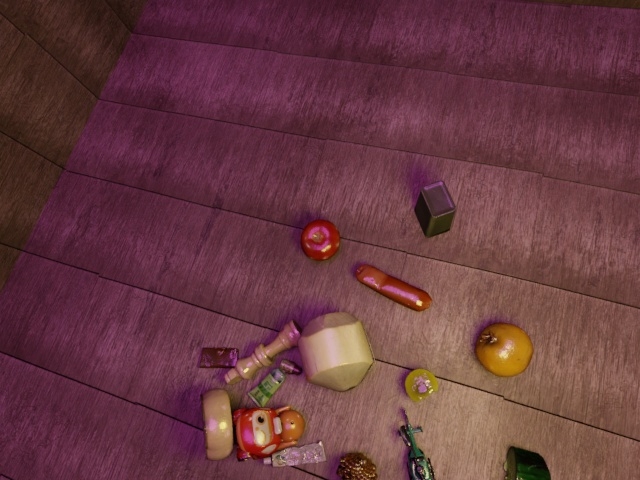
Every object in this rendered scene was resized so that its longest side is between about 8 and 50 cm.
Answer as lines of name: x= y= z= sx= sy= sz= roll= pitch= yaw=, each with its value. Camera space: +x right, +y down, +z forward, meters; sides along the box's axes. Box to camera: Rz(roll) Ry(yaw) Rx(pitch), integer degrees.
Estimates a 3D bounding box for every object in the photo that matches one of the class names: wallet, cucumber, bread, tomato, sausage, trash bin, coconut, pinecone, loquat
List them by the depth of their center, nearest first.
cucumber: x=0.728 y=0.847 z=1.443 sx=0.130 sy=0.191 sz=0.191 roll=12 pitch=75 yaw=5
pinecone: x=0.137 y=0.907 z=1.550 sx=0.174 sy=0.173 sz=0.173 roll=-3 pitch=72 yaw=10
loquat: x=0.710 y=0.420 z=1.569 sx=0.208 sy=0.208 sz=0.208 roll=-3 pitch=72 yaw=10
bread: x=0.400 y=0.574 z=1.621 sx=0.129 sy=0.114 sz=0.111 roll=-24 pitch=69 yaw=3
coconut: x=0.062 y=0.456 z=1.634 sx=0.323 sy=0.323 sz=0.322 roll=-3 pitch=72 yaw=10
trash bin: x=0.499 y=-0.138 z=1.767 sx=0.122 sy=0.240 sz=0.164 roll=-19 pitch=69 yaw=2
sausage: x=0.314 y=0.209 z=1.769 sx=0.349 sy=0.094 sz=0.097 roll=25 pitch=65 yaw=19
wallet: x=-0.462 y=0.536 z=1.842 sx=0.176 sy=0.026 sz=0.095 roll=-1 pitch=70 yaw=10
tomato: x=0.000 y=0.000 z=1.871 sx=0.195 sy=0.136 sz=0.195 roll=-3 pitch=74 yaw=11

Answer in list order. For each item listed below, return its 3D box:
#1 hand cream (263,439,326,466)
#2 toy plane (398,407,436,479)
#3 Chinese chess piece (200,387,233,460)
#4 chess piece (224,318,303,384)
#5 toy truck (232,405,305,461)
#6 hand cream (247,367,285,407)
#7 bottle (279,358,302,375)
hand cream: x=-0.108 y=0.884 z=1.653 sx=0.257 sy=0.050 sz=0.084 roll=-12 pitch=73 yaw=1
toy plane: x=0.370 y=0.835 z=1.529 sx=0.107 sy=0.155 sz=0.381 roll=-13 pitch=54 yaw=7
Chinese chess piece: x=-0.424 y=0.743 z=1.640 sx=0.112 sy=0.270 sz=0.269 roll=-3 pitch=70 yaw=-18
chess piece: x=-0.249 y=0.506 z=1.771 sx=0.397 sy=0.117 sz=0.117 roll=-36 pitch=70 yaw=0
toy truck: x=-0.201 y=0.750 z=1.608 sx=0.239 sy=0.265 sz=0.189 roll=-23 pitch=58 yaw=12
hand cream: x=-0.228 y=0.635 z=1.756 sx=0.095 sy=0.046 sz=0.175 roll=42 pitch=86 yaw=17
bottle: x=-0.128 y=0.554 z=1.762 sx=0.101 sy=0.063 sz=0.047 roll=20 pitch=45 yaw=13
